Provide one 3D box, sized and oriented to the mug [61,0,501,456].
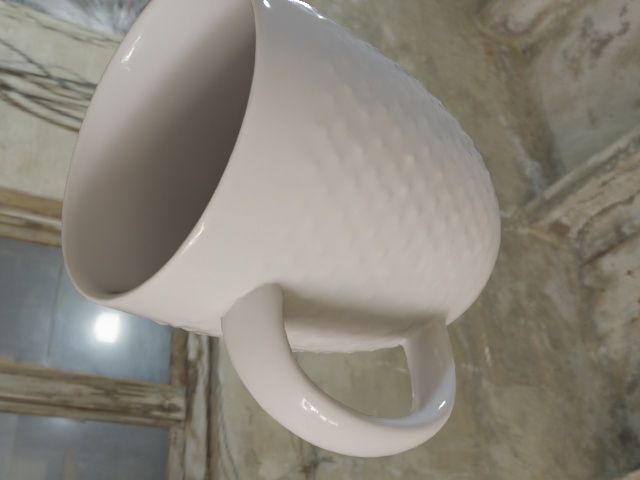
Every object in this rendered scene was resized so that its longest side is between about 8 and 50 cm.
[{"bbox_3d":[0.000,0.000,0.673,0.276,0.328,0.374,-41,-134,32],"label":"mug"}]
